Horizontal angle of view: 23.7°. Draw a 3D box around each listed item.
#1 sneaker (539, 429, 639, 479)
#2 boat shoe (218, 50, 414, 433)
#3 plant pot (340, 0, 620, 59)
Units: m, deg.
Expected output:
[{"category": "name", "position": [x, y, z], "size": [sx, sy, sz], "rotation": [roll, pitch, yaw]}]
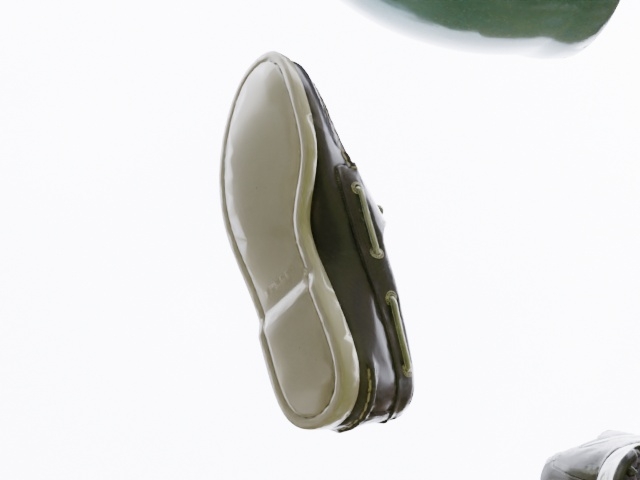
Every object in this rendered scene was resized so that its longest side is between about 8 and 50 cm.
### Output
[{"category": "sneaker", "position": [0.244, 0.168, 1.083], "size": [0.106, 0.234, 0.078], "rotation": [2, -94, 48]}, {"category": "boat shoe", "position": [0.000, 0.000, 0.779], "size": [0.075, 0.065, 0.206], "rotation": [-35, -123, 42]}, {"category": "plant pot", "position": [0.072, -0.266, 1.066], "size": [0.196, 0.293, 0.293], "rotation": [-7, -81, -17]}]
